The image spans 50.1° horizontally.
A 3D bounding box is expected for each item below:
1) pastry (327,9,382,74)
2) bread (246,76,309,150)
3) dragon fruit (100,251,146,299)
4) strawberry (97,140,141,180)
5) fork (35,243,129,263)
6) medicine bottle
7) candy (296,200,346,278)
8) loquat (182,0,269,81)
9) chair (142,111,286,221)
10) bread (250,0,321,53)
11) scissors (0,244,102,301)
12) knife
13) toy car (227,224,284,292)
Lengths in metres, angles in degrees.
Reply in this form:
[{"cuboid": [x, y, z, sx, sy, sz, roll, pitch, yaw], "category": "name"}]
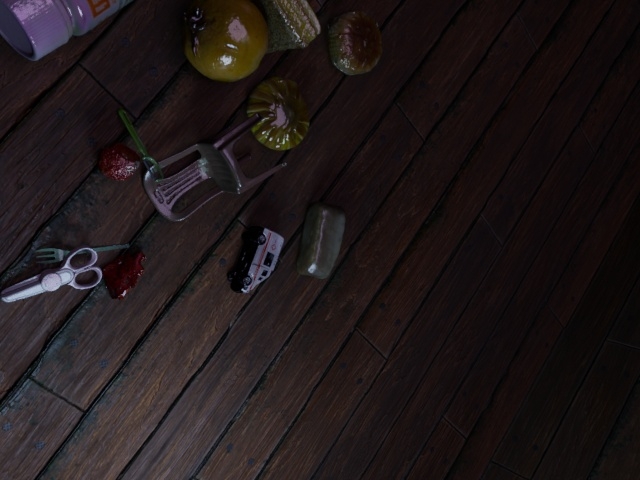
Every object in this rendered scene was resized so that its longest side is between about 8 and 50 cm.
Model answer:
[{"cuboid": [0.110, -0.610, 2.114, 0.182, 0.093, 0.192, -22, 109, -34], "category": "pastry"}, {"cuboid": [-0.117, -0.366, 1.981, 0.213, 0.105, 0.213, -7, 103, -33], "category": "bread"}, {"cuboid": [-0.500, 0.091, 1.792, 0.131, 0.063, 0.097, -37, 117, -26], "category": "dragon fruit"}, {"cuboid": [-0.505, -0.197, 1.724, 0.106, 0.106, 0.106, -6, 101, -35], "category": "strawberry"}, {"cuboid": [-0.596, 0.026, 1.739, 0.235, 0.021, 0.039, -8, 105, -35], "category": "fork"}, {"cuboid": [-0.557, -0.595, 1.552, 0.388, 0.219, 0.219, -44, 119, -22], "category": "medicine bottle"}, {"cuboid": [0.000, 0.000, 2.120, 0.104, 0.102, 0.234, 10, 90, -37], "category": "candy"}, {"cuboid": [-0.254, -0.533, 1.780, 0.244, 0.244, 0.244, -6, 101, -35], "category": "loquat"}, {"cuboid": [-0.289, -0.190, 1.832, 0.326, 0.183, 0.175, -40, 117, -26], "category": "chair"}, {"cuboid": [-0.117, -0.615, 1.859, 0.110, 0.234, 0.184, -47, 121, -19], "category": "bread"}, {"cuboid": [-0.663, 0.095, 1.687, 0.242, 0.030, 0.118, -21, 126, -28], "category": "scissors"}, {"cuboid": [-0.458, -0.246, 1.757, 0.212, 0.015, 0.054, 60, 24, 0], "category": "knife"}, {"cuboid": [-0.187, 0.063, 2.002, 0.108, 0.089, 0.209, 28, 77, -41], "category": "toy car"}]
